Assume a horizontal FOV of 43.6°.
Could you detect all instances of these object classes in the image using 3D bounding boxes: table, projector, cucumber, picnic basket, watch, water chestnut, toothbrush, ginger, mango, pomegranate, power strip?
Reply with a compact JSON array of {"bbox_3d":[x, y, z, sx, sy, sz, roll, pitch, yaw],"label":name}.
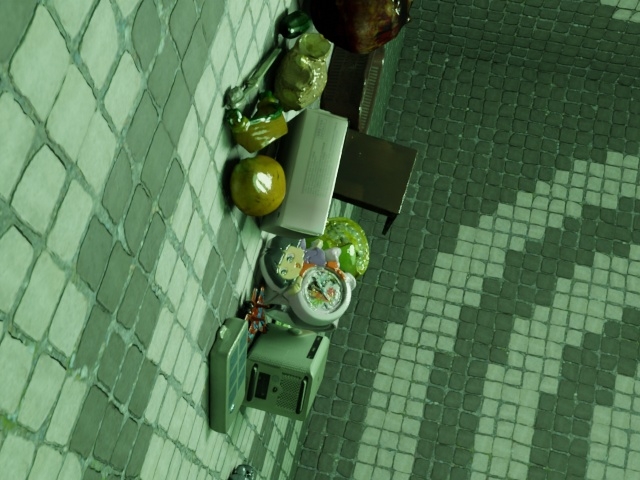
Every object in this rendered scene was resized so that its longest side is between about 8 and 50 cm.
[{"bbox_3d":[0.115,-0.161,2.283,0.282,0.250,0.196,106,1,-75],"label":"table"},{"bbox_3d":[-0.086,0.316,1.979,0.242,0.177,0.163,-56,159,-67],"label":"projector"},{"bbox_3d":[-0.055,-0.415,1.557,0.105,0.048,0.048,-58,159,-60],"label":"cucumber"},{"bbox_3d":[0.088,-0.443,2.251,0.222,0.129,0.297,68,35,-75],"label":"picnic basket"},{"bbox_3d":[-0.052,0.106,1.903,0.231,0.244,0.196,142,-32,-67],"label":"watch"},{"bbox_3d":[0.131,-0.567,1.724,0.350,0.302,0.350,9,90,-79],"label":"water chestnut"},{"bbox_3d":[-0.113,-0.289,1.406,0.294,0.026,0.028,-64,149,-59],"label":"toothbrush"},{"bbox_3d":[-0.035,-0.329,1.581,0.157,0.102,0.216,-62,-178,-2],"label":"ginger"},{"bbox_3d":[-0.115,-0.097,1.449,0.165,0.089,0.115,-39,139,-74],"label":"mango"},{"bbox_3d":[0.000,0.000,2.116,0.236,0.236,0.302,-45,113,-76],"label":"pomegranate"},{"bbox_3d":[-0.190,0.281,1.651,0.118,0.046,0.270,-69,169,-51],"label":"power strip"}]

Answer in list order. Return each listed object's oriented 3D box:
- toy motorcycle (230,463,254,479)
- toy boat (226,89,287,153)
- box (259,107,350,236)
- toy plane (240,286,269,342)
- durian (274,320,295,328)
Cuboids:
[{"bbox_3d":[-0.206,0.631,2.024,0.193,0.061,0.124,-65,162,-59],"label":"toy motorcycle"},{"bbox_3d":[-0.110,-0.211,1.411,0.088,0.089,0.229,60,18,-9],"label":"toy boat"},{"bbox_3d":[-0.036,-0.133,1.679,0.203,0.106,0.252,178,-75,-73],"label":"box"},{"bbox_3d":[-0.144,0.176,1.776,0.189,0.061,0.130,95,9,-68],"label":"toy plane"},{"bbox_3d":[-0.093,0.225,2.179,0.100,0.086,0.215,-6,111,-68],"label":"durian"}]
